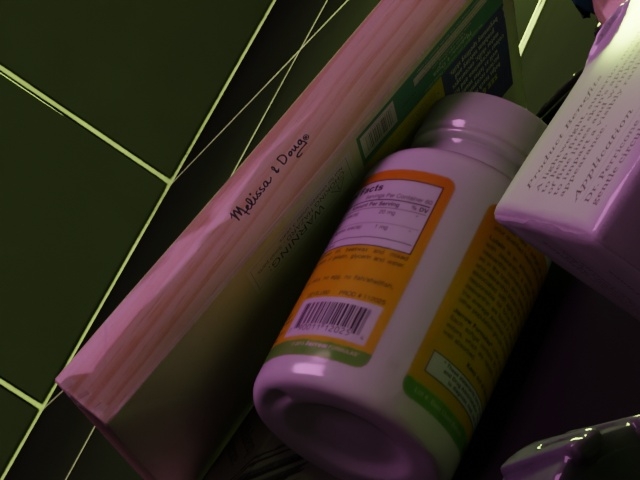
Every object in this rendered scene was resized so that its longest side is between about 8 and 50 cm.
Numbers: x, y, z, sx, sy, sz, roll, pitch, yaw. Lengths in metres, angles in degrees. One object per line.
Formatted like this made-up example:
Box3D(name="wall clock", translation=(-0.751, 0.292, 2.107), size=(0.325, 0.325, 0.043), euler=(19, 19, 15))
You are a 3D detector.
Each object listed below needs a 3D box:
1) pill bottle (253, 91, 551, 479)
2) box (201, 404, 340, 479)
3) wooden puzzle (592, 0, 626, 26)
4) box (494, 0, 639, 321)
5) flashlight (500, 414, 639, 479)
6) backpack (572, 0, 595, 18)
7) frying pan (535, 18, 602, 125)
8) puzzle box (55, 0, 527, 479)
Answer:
Box3D(name="pill bottle", translation=(0.068, 0.028, 1.173), size=(0.246, 0.136, 0.136), euler=(-61, 13, -28))
Box3D(name="box", translation=(-0.069, 0.239, 1.248), size=(0.275, 0.094, 0.113), euler=(-56, 10, 1))
Box3D(name="wooden puzzle", translation=(0.314, -0.214, 1.016), size=(0.322, 0.080, 0.348), euler=(-54, 16, 7))
Box3D(name="box", translation=(0.198, -0.031, 0.698), size=(0.181, 0.182, 0.119), euler=(-56, 13, -1))
Box3D(name="flashlight", translation=(0.068, 0.154, 0.910), size=(0.103, 0.103, 0.304), euler=(-60, 12, -26))
Box3D(name="backpack", translation=(0.182, -0.233, 1.246), size=(0.101, 0.120, 0.098), euler=(-34, 23, 59))
Box3D(name="frying pan", translation=(0.247, -0.192, 1.297), size=(0.197, 0.053, 0.326), euler=(-60, 15, -26))
Box3D(name="puzzle box", translation=(0.000, 0.000, 1.284), size=(0.409, 0.052, 0.272), euler=(-50, -22, -13))
